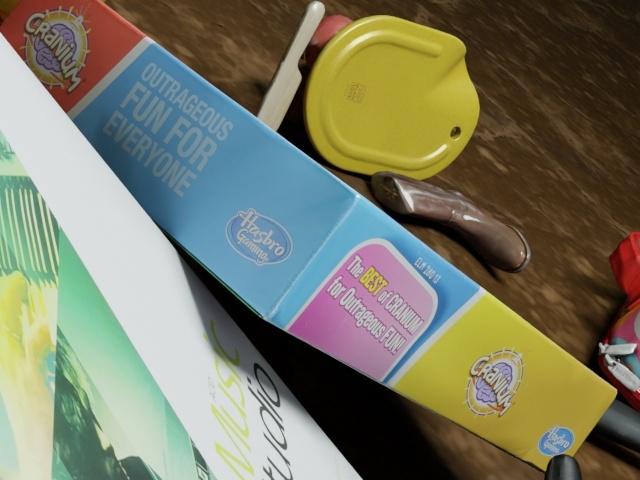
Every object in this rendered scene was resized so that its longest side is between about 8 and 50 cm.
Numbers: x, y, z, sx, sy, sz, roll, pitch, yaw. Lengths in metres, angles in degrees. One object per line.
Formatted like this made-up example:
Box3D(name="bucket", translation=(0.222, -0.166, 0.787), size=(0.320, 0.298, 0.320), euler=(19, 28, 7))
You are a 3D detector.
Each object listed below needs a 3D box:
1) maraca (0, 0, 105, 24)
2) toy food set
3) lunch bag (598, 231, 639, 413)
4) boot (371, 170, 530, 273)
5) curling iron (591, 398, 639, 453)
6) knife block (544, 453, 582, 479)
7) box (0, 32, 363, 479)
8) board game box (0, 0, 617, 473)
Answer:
Box3D(name="maraca", translation=(-0.212, -0.195, 0.933), size=(0.186, 0.099, 0.127), euler=(21, 9, 32))
Box3D(name="toy food set", translation=(0.030, -0.124, 1.136), size=(0.218, 0.128, 0.071), euler=(12, 13, -39))
Box3D(name="lunch bag", translation=(0.346, 0.092, 1.177), size=(0.258, 0.120, 0.293), euler=(41, 23, 8))
Box3D(name="boot", translation=(0.102, -0.016, 1.128), size=(0.114, 0.037, 0.106), euler=(18, 16, -46))
Box3D(name="curling iron", translation=(0.176, 0.119, 0.985), size=(0.274, 0.035, 0.068), euler=(27, 29, -22))
Box3D(name="knife block", translation=(0.104, 0.199, 0.658), size=(0.276, 0.088, 0.242), euler=(13, 32, -45))
Box3D(name="box", translation=(-0.060, 0.086, 0.508), size=(0.322, 0.058, 0.232), euler=(53, 13, -32))
Box3D(name="board game box", translation=(0.000, 0.000, 0.744), size=(0.242, 0.064, 0.316), euler=(39, 3, 36))
